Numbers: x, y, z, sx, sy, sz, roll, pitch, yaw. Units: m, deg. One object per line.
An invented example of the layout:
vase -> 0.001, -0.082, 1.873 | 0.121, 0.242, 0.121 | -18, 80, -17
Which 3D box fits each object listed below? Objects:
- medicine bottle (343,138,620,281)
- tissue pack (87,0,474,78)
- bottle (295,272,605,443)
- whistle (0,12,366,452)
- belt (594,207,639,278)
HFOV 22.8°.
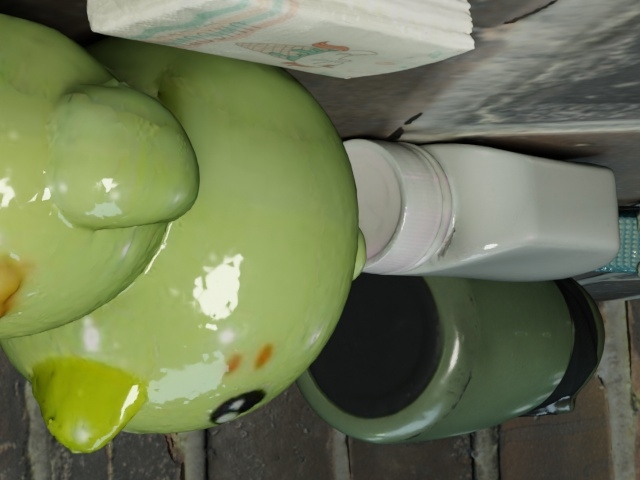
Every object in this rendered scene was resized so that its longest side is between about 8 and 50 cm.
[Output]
medicine bottle -> 0.073, -0.013, 0.837 | 0.119, 0.069, 0.183 | -6, 175, 39
tissue pack -> -0.010, -0.065, 0.458 | 0.056, 0.023, 0.108 | -5, 174, 43
bottle -> 0.122, 0.077, 1.316 | 0.168, 0.168, 0.347 | -6, 174, 30
whistle -> -0.089, -0.001, 0.463 | 0.141, 0.141, 0.294 | -6, 178, 34
belt -> 0.206, 0.002, 1.135 | 0.179, 0.065, 0.100 | -2, -175, -20
